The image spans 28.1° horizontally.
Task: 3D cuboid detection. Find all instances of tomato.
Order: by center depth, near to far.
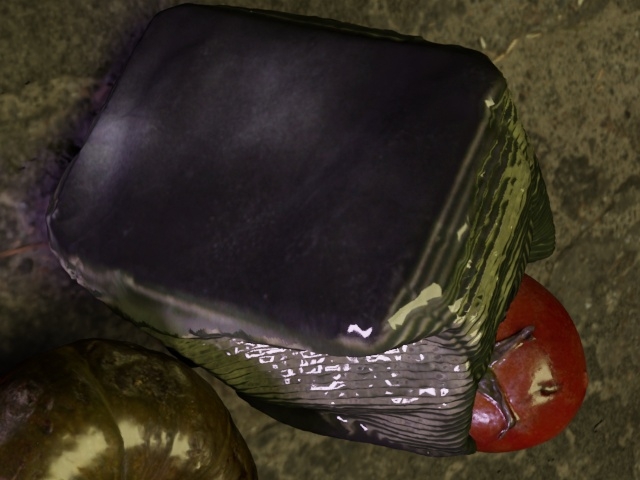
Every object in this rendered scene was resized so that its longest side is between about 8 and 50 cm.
[{"bbox_3d":[0.153,0.103,1.128,0.167,0.167,0.167,-7,101,-36],"label":"tomato"}]

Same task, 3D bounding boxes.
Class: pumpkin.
[{"bbox_3d":[-0.133,0.167,0.803,0.218,0.162,0.219,-4,97,-32],"label":"pumpkin"}]

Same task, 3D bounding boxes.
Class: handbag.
[{"bbox_3d":[0.000,0.000,0.896,0.247,0.340,0.240,-64,145,-17],"label":"handbag"}]
